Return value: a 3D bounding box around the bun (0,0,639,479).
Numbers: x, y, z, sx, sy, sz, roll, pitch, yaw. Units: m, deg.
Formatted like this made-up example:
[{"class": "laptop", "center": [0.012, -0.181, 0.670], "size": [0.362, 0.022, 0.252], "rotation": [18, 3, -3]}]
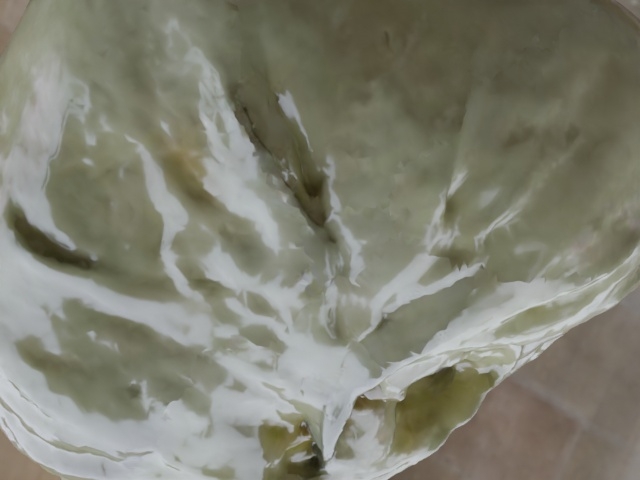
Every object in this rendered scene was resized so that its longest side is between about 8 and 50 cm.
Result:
[{"class": "bun", "center": [0.000, 0.000, 0.689], "size": [0.361, 0.361, 0.213], "rotation": [15, -143, -33]}]
